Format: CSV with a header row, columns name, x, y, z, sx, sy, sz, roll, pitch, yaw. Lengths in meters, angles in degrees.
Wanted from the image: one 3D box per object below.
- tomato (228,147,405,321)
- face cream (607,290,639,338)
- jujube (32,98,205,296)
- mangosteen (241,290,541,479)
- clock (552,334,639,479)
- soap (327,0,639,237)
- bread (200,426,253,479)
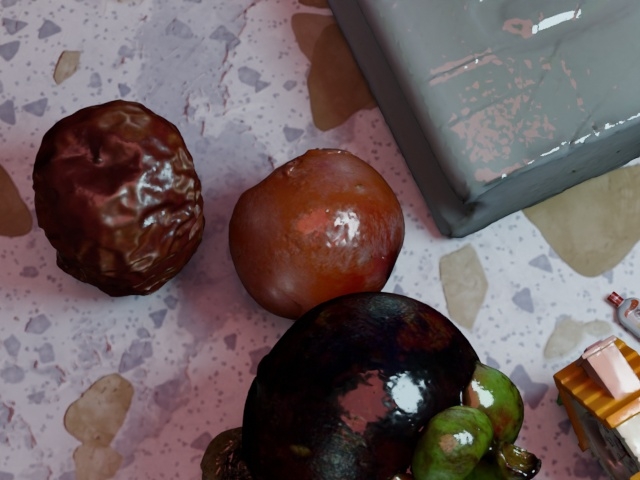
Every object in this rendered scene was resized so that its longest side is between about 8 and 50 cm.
name,x,y,z,sx,sy,sz,roll,pitch,yaw
tomato,0.000,0.000,1.544,0.208,0.208,0.184,-30,82,-10
face cream,0.387,0.093,1.614,0.083,0.021,0.040,40,74,12
jujube,-0.231,-0.045,1.540,0.213,0.232,0.213,0,70,1
mangosteen,0.064,0.201,1.413,0.311,0.311,0.311,0,72,-1
clock,0.357,0.238,1.463,0.106,0.220,0.255,-31,74,-9
soap,0.225,-0.266,1.634,0.350,0.213,0.435,-20,74,-8
bread,-0.084,0.256,1.532,0.113,0.060,0.082,-3,74,0
